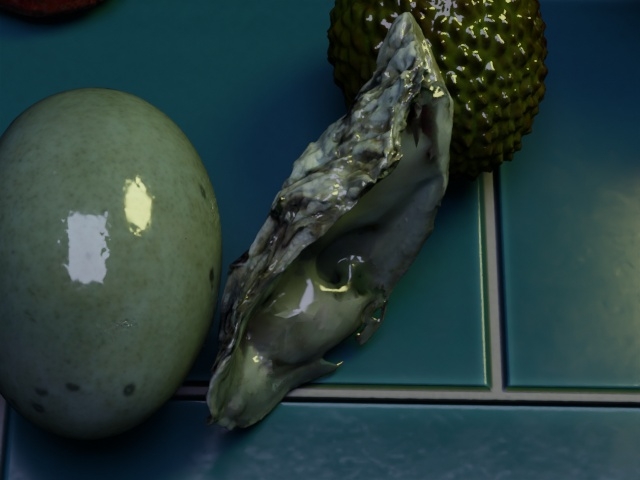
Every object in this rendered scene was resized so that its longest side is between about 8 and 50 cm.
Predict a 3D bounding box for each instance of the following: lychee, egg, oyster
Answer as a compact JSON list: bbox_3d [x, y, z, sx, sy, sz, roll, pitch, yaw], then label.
[{"bbox_3d":[0.082,-0.123,1.242,0.171,0.171,0.171,1,63,-1],"label":"lychee"},{"bbox_3d":[-0.147,0.013,1.155,0.169,0.169,0.237,4,61,0],"label":"egg"},{"bbox_3d":[0.002,0.002,1.144,0.199,0.252,0.087,-23,41,-38],"label":"oyster"}]

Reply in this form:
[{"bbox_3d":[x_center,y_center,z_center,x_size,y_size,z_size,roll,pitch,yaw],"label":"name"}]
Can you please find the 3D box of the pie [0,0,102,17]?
[{"bbox_3d":[-0.200,-0.230,1.352,0.154,0.036,0.154,1,61,-2],"label":"pie"}]
